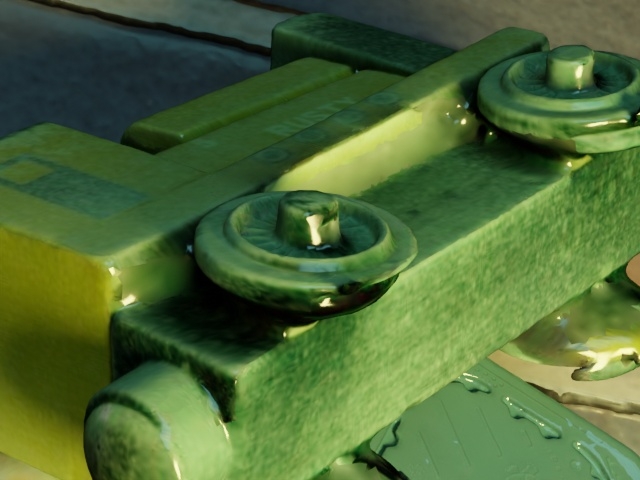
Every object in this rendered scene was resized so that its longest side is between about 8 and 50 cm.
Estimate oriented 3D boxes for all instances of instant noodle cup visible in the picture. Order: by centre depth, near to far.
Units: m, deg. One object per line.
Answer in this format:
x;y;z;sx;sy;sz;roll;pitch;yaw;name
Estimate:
0.068;0.154;0.919;0.157;0.070;0.179;32;56;1;instant noodle cup

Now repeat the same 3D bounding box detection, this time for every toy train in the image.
0.000;0.000;0.865;0.253;0.160;0.397;19;32;35;toy train

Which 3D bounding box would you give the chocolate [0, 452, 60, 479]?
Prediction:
-0.145;0.135;0.848;0.291;0.110;0.110;-24;70;-30;chocolate
